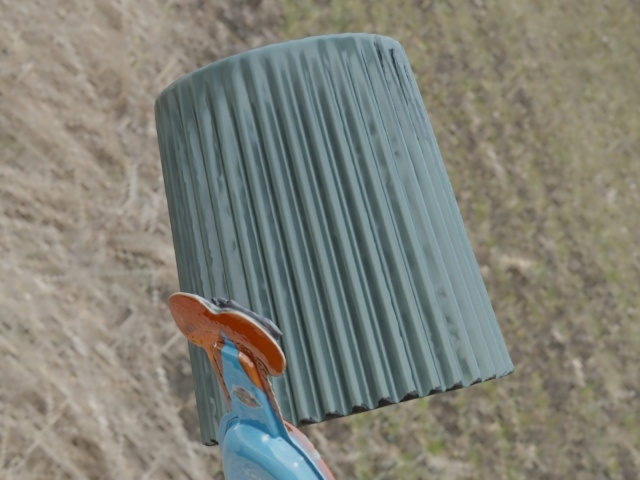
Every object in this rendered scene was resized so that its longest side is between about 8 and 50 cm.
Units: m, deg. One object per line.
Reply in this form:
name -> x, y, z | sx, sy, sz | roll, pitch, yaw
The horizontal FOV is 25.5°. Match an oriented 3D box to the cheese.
cheese -> -0.033, 0.123, 0.868 | 0.106, 0.256, 0.037 | 19, 51, 32

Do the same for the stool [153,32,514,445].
stool -> 0.000, 0.000, 1.324 | 0.297, 0.297, 0.330 | -1, 76, -59
